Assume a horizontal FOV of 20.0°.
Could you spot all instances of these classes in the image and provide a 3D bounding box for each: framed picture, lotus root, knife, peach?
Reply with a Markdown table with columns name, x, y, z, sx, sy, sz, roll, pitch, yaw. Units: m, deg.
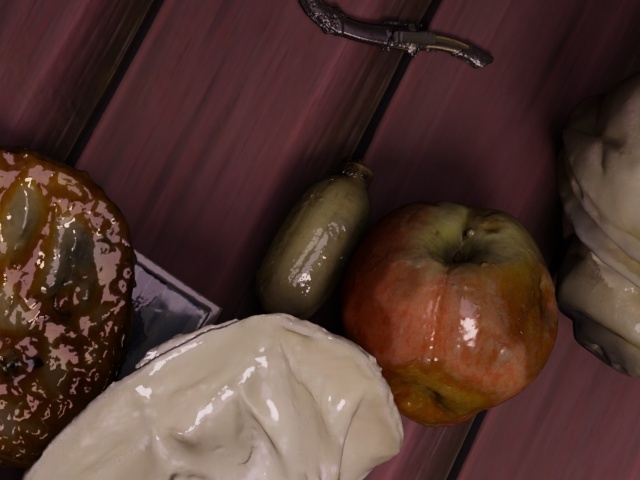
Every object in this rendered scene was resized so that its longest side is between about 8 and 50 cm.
| name | x | y | z | sx | sy | sz | roll | pitch | yaw |
| --- | --- | --- | --- | --- | --- | --- | --- | --- | --- |
| framed picture | -0.208 | 0.110 | 1.768 | 0.150 | 0.015 | 0.203 | 36 | 80 | -14 |
| lotus root | 0.001 | 0.000 | 1.795 | 0.077 | 0.090 | 0.183 | 29 | 78 | 13 |
| knife | 0.075 | -0.209 | 1.853 | 0.222 | 0.021 | 0.045 | 19 | 82 | -16 |
| peach | 0.127 | 0.082 | 1.771 | 0.214 | 0.214 | 0.235 | -20 | 136 | -16 |

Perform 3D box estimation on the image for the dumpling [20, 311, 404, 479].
| name | x | y | z | sx | sy | sz | roll | pitch | yaw |
| --- | --- | --- | --- | --- | --- | --- | --- | --- | --- |
| dumpling | -0.113 | 0.191 | 1.657 | 0.395 | 0.233 | 0.315 | -21 | 132 | -13 |

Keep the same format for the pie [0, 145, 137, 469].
| name | x | y | z | sx | sy | sz | roll | pitch | yaw |
| --- | --- | --- | --- | --- | --- | --- | --- | --- | --- |
| pie | -0.308 | 0.056 | 1.695 | 0.315 | 0.092 | 0.315 | 1 | 86 | -17 |

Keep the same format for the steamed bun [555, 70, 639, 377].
| name | x | y | z | sx | sy | sz | roll | pitch | yaw |
| --- | --- | --- | --- | --- | --- | --- | --- | --- | --- |
| steamed bun | 0.347 | 0.026 | 1.788 | 0.237 | 0.346 | 0.394 | -37 | 125 | 0 |
